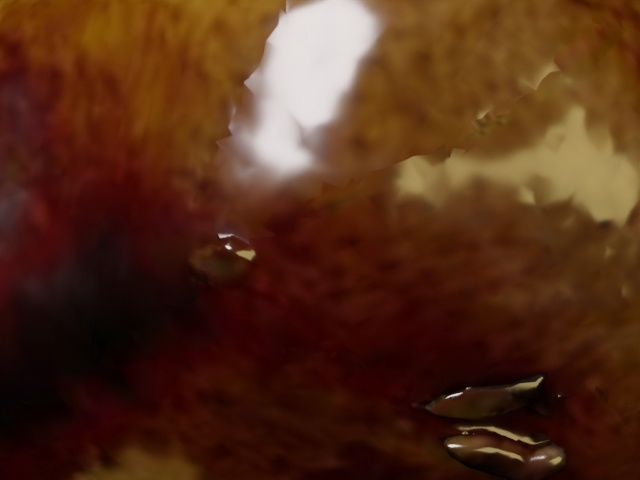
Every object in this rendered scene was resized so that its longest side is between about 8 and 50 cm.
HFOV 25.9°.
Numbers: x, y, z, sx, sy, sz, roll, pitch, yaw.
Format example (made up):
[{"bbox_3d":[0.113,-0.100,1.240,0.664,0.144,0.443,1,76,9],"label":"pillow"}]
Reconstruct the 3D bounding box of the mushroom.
[{"bbox_3d":[0.000,0.000,0.455,0.345,0.345,0.260,30,50,-27],"label":"mushroom"}]
